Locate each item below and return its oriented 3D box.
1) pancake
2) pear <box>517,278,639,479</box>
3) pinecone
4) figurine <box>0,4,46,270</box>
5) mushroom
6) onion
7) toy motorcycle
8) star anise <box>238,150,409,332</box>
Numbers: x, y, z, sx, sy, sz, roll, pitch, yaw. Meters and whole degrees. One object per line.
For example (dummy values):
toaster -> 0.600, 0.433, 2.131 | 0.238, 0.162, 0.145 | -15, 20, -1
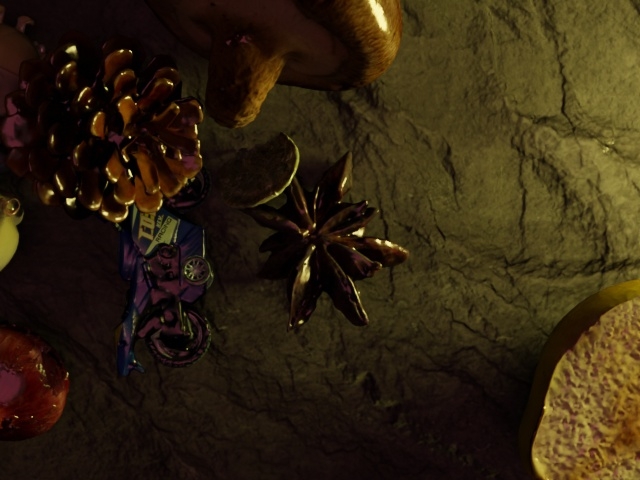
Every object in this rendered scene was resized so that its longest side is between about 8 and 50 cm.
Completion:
pancake -> -0.089, -0.095, 1.323 | 0.130, 0.116, 0.022 | -21, 143, 18
pear -> 0.452, 0.217, 1.341 | 0.387, 0.191, 0.340 | -36, 102, 3
pinecone -> -0.267, -0.140, 1.222 | 0.264, 0.264, 0.264 | 0, 98, -2
figurine -> -0.505, -0.138, 1.280 | 0.275, 0.227, 0.394 | 22, 91, 24
mushroom -> -0.068, -0.317, 1.196 | 0.345, 0.345, 0.239 | -9, 63, -1
onion -> -0.452, 0.212, 1.332 | 0.184, 0.147, 0.183 | 1, 112, 4
toy motorcycle -> -0.237, 0.033, 1.327 | 0.169, 0.113, 0.315 | 0, 83, -5
star anise -> -0.005, 0.000, 1.328 | 0.212, 0.129, 0.282 | -30, 80, 1
